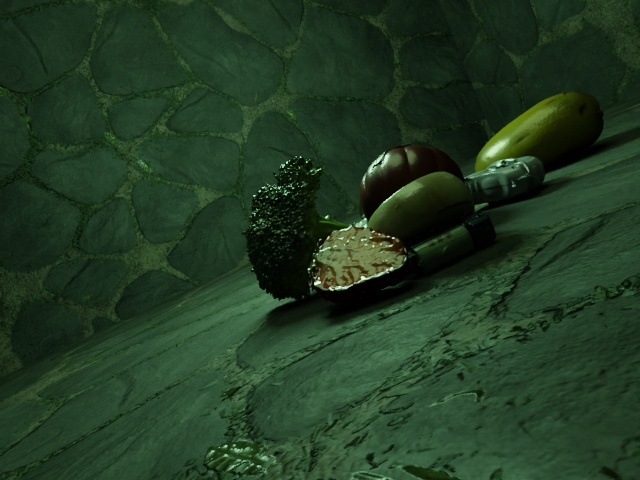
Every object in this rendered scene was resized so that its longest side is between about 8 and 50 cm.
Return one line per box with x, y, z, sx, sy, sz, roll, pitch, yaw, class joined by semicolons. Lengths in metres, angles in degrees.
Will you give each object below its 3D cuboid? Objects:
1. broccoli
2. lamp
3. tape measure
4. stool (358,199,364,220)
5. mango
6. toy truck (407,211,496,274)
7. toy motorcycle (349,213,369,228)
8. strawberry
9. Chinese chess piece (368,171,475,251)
-0.027;0.024;1.344;0.353;0.397;0.275;-43;43;1;broccoli
0.262;-0.138;1.391;0.302;0.257;0.303;-5;-30;-3;lamp
0.543;-0.179;1.406;0.197;0.120;0.236;-25;9;-32;tape measure
0.254;-0.152;2.068;0.179;0.179;0.264;-23;5;10;stool
0.748;-0.352;1.685;0.444;0.221;0.301;-26;7;19;mango
0.265;0.006;1.010;0.201;0.074;0.088;-25;10;-8;toy truck
0.183;-0.032;1.614;0.204;0.108;0.239;-24;32;45;toy motorcycle
0.090;0.067;1.021;0.236;0.111;0.190;-1;47;35;strawberry
0.228;-0.051;1.110;0.250;0.097;0.251;-26;-21;-11;Chinese chess piece
